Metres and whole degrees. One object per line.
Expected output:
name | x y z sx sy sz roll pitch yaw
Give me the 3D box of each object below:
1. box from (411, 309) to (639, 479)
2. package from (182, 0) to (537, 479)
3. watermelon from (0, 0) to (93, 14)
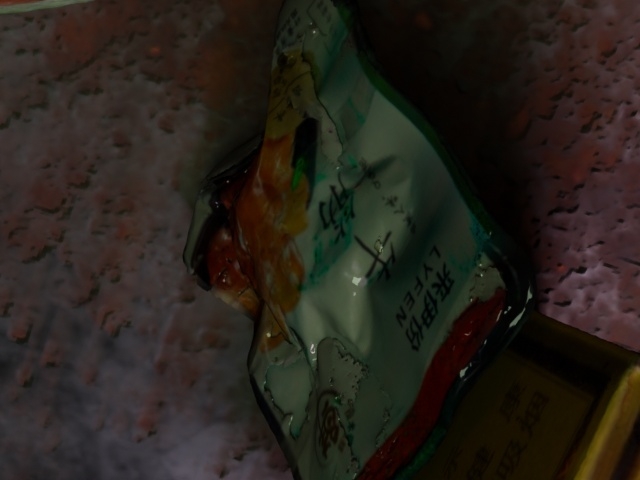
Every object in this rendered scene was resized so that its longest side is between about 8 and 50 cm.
box | 0.061 0.122 0.713 0.084 0.301 0.193 26 90 -13
package | 0.000 0.000 0.744 0.040 0.232 0.166 9 127 -29
watermelon | -0.103 -0.177 0.734 0.231 0.128 0.146 -9 85 -1
